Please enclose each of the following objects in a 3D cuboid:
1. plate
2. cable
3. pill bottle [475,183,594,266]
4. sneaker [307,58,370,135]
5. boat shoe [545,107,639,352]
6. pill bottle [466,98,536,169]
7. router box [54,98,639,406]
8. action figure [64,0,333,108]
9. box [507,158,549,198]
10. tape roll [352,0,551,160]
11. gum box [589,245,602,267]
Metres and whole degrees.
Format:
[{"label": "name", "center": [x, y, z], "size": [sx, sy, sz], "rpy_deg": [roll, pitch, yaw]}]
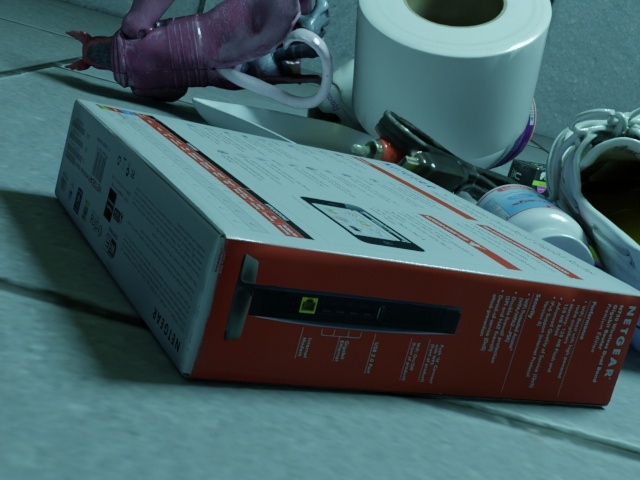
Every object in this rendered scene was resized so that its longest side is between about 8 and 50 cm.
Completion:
[{"label": "plate", "center": [0.013, -0.114, 1.296], "size": [0.278, 0.045, 0.277], "rpy_deg": [2, 18, -45]}, {"label": "cable", "center": [0.146, -0.071, 1.194], "size": [0.287, 0.072, 0.139], "rpy_deg": [12, 43, -49]}, {"label": "pill bottle", "center": [0.187, 0.006, 0.895], "size": [0.087, 0.087, 0.160], "rpy_deg": [14, 13, -7]}, {"label": "sneaker", "center": [0.046, -0.222, 1.625], "size": [0.114, 0.152, 0.305], "rpy_deg": [61, 0, 10]}, {"label": "boat shoe", "center": [0.272, -0.058, 0.908], "size": [0.136, 0.156, 0.367], "rpy_deg": [-13, 30, 11]}, {"label": "pill bottle", "center": [0.229, -0.194, 1.585], "size": [0.182, 0.181, 0.323], "rpy_deg": [20, 14, 17]}, {"label": "router box", "center": [0.000, 0.000, 0.711], "size": [0.301, 0.082, 0.335], "rpy_deg": [9, 15, -29]}, {"label": "action figure", "center": [-0.172, -0.249, 1.400], "size": [0.370, 0.248, 0.275], "rpy_deg": [-7, 47, -2]}, {"label": "box", "center": [0.315, -0.079, 1.466], "size": [0.083, 0.062, 0.052], "rpy_deg": [5, 18, -39]}, {"label": "tape roll", "center": [0.165, -0.244, 1.315], "size": [0.246, 0.169, 0.246], "rpy_deg": [0, 47, 0]}, {"label": "gum box", "center": [0.358, -0.015, 1.147], "size": [0.062, 0.107, 0.188], "rpy_deg": [4, 17, -41]}]
